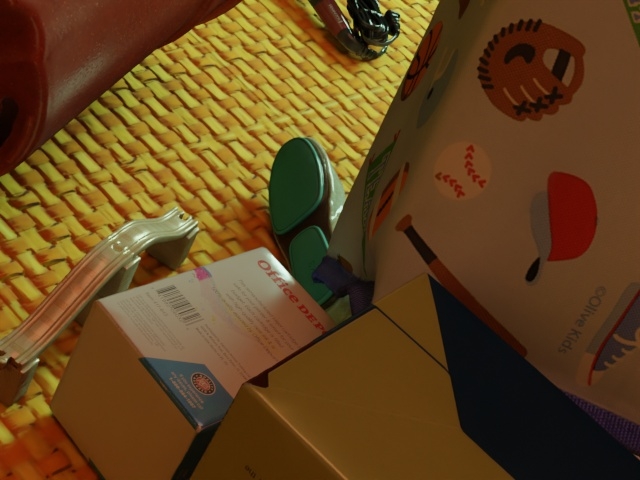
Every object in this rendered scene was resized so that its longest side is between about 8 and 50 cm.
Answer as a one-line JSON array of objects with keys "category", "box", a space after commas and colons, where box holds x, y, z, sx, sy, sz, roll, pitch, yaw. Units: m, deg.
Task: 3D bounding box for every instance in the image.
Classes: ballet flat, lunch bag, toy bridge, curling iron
[{"category": "ballet flat", "box": [0.000, 0.000, 0.881, 0.052, 0.057, 0.168, 38, 30, -38]}, {"category": "lunch bag", "box": [0.241, -0.029, 0.721, 0.385, 0.327, 0.239, 26, 5, -10]}, {"category": "toy bridge", "box": [-0.125, 0.025, 0.746, 0.026, 0.063, 0.188, 35, 36, 8]}, {"category": "curling iron", "box": [-0.018, -0.257, 1.175, 0.068, 0.035, 0.274, -9, 51, -45]}]

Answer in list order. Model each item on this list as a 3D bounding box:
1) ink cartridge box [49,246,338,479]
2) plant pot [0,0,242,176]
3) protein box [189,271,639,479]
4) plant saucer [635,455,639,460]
[{"category": "ink cartridge box", "box": [-0.056, 0.075, 0.710, 0.143, 0.090, 0.092, -17, 56, -45]}, {"category": "plant pot", "box": [-0.195, -0.187, 0.811, 0.272, 0.272, 0.265, 30, 45, 1]}, {"category": "protein box", "box": [0.040, 0.166, 0.571, 0.200, 0.201, 0.136, 42, 39, 17]}, {"category": "plant saucer", "box": [0.231, 0.129, 0.871, 0.259, 0.047, 0.258, -14, 54, -42]}]
